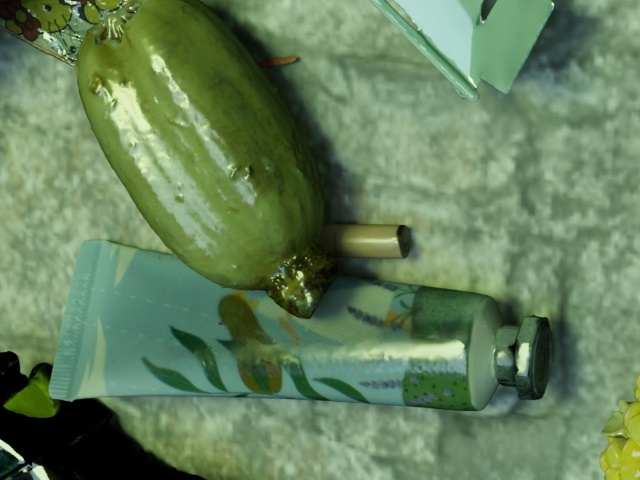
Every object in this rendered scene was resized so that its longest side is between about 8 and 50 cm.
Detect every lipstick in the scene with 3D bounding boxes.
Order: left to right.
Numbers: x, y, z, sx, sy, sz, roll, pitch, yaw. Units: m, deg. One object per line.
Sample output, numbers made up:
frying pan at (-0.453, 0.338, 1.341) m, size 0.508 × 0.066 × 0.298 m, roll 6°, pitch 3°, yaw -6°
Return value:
lipstick at (0.000, 0.000, 1.018) m, size 0.094 × 0.019 × 0.019 m, roll 1°, pitch 109°, yaw 23°

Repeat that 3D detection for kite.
kite at (-0.083, -0.152, 1.004) m, size 0.244 × 0.006 × 0.198 m, roll -11°, pitch 105°, yaw 25°

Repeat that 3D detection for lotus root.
lotus root at (-0.052, -0.040, 0.985) m, size 0.090 × 0.077 × 0.183 m, roll -35°, pitch 92°, yaw 23°

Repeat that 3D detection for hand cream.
hand cream at (-0.016, 0.052, 1.019) m, size 0.271 × 0.058 × 0.091 m, roll 4°, pitch 76°, yaw 21°

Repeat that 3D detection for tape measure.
tape measure at (-0.144, 0.182, 1.093) m, size 0.199 × 0.112 × 0.186 m, roll 32°, pitch 110°, yaw 15°

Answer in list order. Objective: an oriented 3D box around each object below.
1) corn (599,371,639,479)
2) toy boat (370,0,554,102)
corn at (0.249, 0.135, 0.924) m, size 0.244 × 0.093 × 0.093 m, roll 29°, pitch 117°, yaw 6°
toy boat at (-0.027, -0.180, 0.928) m, size 0.210 × 0.070 × 0.292 m, roll -21°, pitch 98°, yaw 22°
